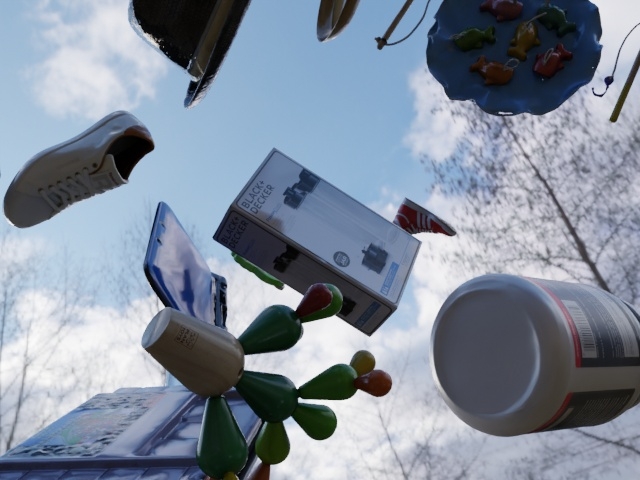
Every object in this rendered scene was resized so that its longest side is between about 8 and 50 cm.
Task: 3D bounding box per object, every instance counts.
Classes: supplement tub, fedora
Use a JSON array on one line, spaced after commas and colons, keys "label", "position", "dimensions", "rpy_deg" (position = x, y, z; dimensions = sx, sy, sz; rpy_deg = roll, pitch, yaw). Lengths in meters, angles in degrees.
[{"label": "supplement tub", "position": [0.290, 0.144, 0.866], "dimensions": [0.272, 0.191, 0.191], "rpy_deg": [9, -43, -40]}, {"label": "fedora", "position": [-0.187, -0.359, 0.996], "dimensions": [0.153, 0.334, 0.334], "rpy_deg": [23, -49, -16]}]

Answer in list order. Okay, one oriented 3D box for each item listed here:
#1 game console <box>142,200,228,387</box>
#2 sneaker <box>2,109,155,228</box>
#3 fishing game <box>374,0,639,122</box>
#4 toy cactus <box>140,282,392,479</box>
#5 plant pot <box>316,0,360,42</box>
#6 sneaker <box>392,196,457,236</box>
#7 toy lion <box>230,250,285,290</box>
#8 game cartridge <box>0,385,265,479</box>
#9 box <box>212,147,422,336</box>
[{"label": "game console", "position": [-0.234, 0.120, 1.027], "dimensions": [0.173, 0.293, 0.250], "rpy_deg": [28, -75, -17]}, {"label": "sneaker", "position": [-0.419, -0.115, 1.184], "dimensions": [0.290, 0.123, 0.106], "rpy_deg": [-43, -39, -12]}, {"label": "fishing game", "position": [0.197, -0.212, 0.701], "dimensions": [0.189, 0.264, 0.041], "rpy_deg": [-57, -21, -14]}, {"label": "toy cactus", "position": [-0.048, 0.113, 0.501], "dimensions": [0.180, 0.218, 0.112], "rpy_deg": [39, -19, -29]}, {"label": "plant pot", "position": [0.047, -0.470, 1.223], "dimensions": [0.033, 0.236, 0.236], "rpy_deg": [14, -45, -15]}, {"label": "sneaker", "position": [0.182, -0.021, 1.210], "dimensions": [0.067, 0.118, 0.042], "rpy_deg": [-58, -30, 7]}, {"label": "toy lion", "position": [-0.109, 0.040, 1.180], "dimensions": [0.096, 0.100, 0.034], "rpy_deg": [12, -59, -53]}, {"label": "game cartridge", "position": [-0.180, 0.216, 0.721], "dimensions": [0.230, 0.068, 0.355], "rpy_deg": [1, 2, 5]}, {"label": "box", "position": [0.000, 0.000, 1.060], "dimensions": [0.290, 0.169, 0.087], "rpy_deg": [33, -45, -2]}]
